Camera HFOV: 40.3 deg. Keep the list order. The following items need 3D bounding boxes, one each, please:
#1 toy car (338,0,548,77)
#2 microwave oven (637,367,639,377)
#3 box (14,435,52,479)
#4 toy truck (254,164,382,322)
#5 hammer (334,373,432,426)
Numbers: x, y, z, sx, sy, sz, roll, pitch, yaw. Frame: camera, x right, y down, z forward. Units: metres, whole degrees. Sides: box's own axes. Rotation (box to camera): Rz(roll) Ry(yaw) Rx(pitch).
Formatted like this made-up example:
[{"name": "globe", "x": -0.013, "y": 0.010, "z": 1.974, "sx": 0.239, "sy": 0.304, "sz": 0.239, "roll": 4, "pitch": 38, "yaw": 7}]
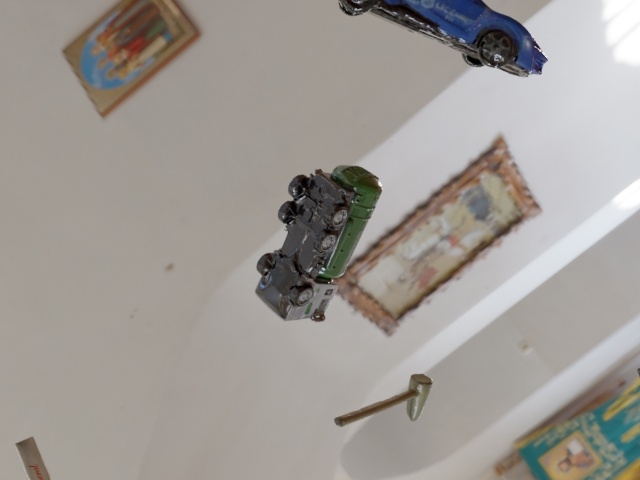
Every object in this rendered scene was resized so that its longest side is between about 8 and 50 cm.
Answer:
[{"name": "toy car", "x": 0.097, "y": -0.199, "z": 0.749, "sx": 0.216, "sy": 0.063, "sz": 0.103, "roll": 21, "pitch": -169, "yaw": -4}, {"name": "microwave oven", "x": 0.804, "y": 0.322, "z": 1.681, "sx": 0.237, "sy": 0.295, "sz": 0.181, "roll": 52, "pitch": -157, "yaw": -38}, {"name": "box", "x": -0.440, "y": 0.402, "z": 1.393, "sx": 0.139, "sy": 0.035, "sz": 0.245, "roll": 62, "pitch": 157, "yaw": 14}, {"name": "toy truck", "x": 0.000, "y": 0.000, "z": 1.294, "sx": 0.125, "sy": 0.243, "sz": 0.101, "roll": 2, "pitch": -151, "yaw": -49}, {"name": "hammer", "x": 0.069, "y": 0.200, "z": 1.015, "sx": 0.028, "sy": 0.060, "sz": 0.195, "roll": 24, "pitch": -164, "yaw": 33}]
